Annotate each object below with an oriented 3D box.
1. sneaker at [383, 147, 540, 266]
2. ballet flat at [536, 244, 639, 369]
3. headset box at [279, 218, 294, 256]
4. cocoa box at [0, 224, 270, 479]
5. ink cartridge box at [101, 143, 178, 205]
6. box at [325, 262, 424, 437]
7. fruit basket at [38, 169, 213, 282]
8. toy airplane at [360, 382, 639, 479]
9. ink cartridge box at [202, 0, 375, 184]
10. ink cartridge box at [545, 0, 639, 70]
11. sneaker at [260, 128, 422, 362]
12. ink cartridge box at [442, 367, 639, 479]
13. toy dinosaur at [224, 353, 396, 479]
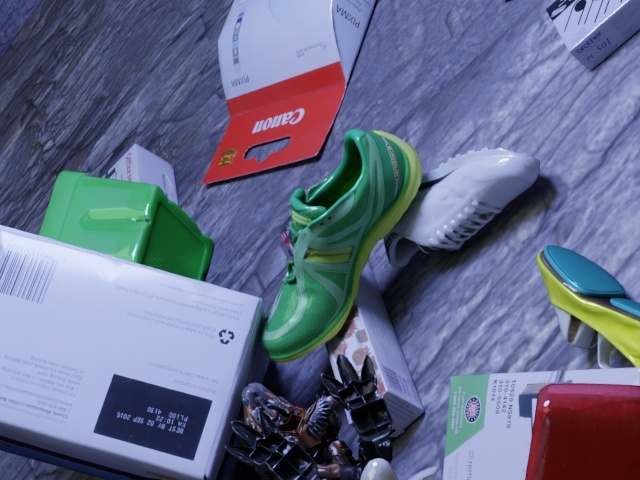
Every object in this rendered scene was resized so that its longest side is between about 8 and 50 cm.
[{"bbox_3d":[0.162,-0.038,1.390,0.235,0.090,0.095,-25,54,49],"label":"sneaker"},{"bbox_3d":[0.271,0.078,1.145,0.231,0.077,0.077,40,118,56],"label":"ballet flat"},{"bbox_3d":[-0.017,-0.014,1.643,0.083,0.032,0.062,-51,32,11],"label":"headset box"},{"bbox_3d":[-0.256,0.163,1.465,0.228,0.347,0.231,87,-162,-68],"label":"cocoa box"},{"bbox_3d":[-0.344,-0.041,2.057,0.208,0.087,0.153,-42,35,21],"label":"ink cartridge box"},{"bbox_3d":[0.042,0.100,1.434,0.063,0.067,0.324,-44,35,19],"label":"box"},{"bbox_3d":[-0.368,0.112,1.820,0.392,0.283,0.392,-18,50,22],"label":"fruit basket"},{"bbox_3d":[0.198,0.260,0.844,0.384,0.386,0.272,-45,21,37],"label":"toy airplane"},{"bbox_3d":[-0.066,-0.290,1.900,0.308,0.091,0.385,-9,54,50],"label":"ink cartridge box"},{"bbox_3d":[0.360,-0.298,1.371,0.207,0.046,0.097,-41,36,23],"label":"ink cartridge box"},{"bbox_3d":[0.000,0.000,1.395,0.295,0.123,0.109,-62,31,2],"label":"sneaker"},{"bbox_3d":[0.217,0.197,1.059,0.219,0.092,0.160,-12,67,49],"label":"ink cartridge box"},{"bbox_3d":[0.020,0.245,1.255,0.322,0.218,0.164,21,54,28],"label":"toy dinosaur"}]
